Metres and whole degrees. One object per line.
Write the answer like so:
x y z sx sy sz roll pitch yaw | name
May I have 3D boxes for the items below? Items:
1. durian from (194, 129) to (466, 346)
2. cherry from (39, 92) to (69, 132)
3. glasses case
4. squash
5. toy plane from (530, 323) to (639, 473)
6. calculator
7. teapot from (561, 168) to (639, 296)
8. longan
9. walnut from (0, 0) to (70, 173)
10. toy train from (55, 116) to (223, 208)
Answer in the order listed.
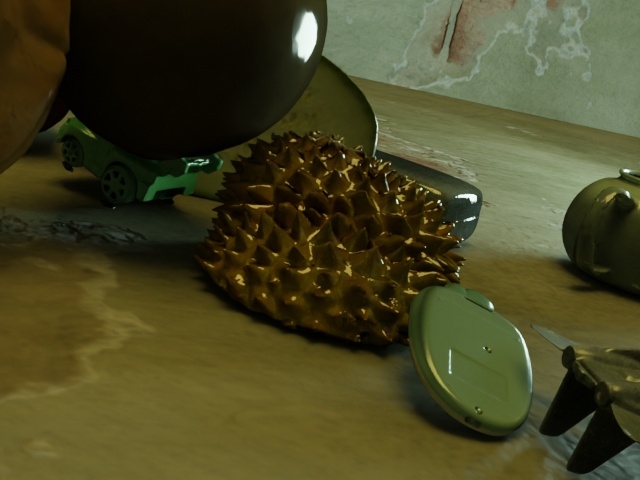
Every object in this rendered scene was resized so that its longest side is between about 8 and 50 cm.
0.007 -0.010 0.776 0.250 0.138 0.183 31 13 33 | durian
-0.366 -0.221 1.058 0.239 0.206 0.239 19 24 -9 | cherry
0.024 -0.074 1.130 0.323 0.074 0.131 21 15 26 | glasses case
-0.094 -0.132 1.015 0.261 0.189 0.189 22 17 29 | squash
0.276 0.114 0.623 0.267 0.088 0.212 10 19 -15 | toy plane
0.102 0.074 0.661 0.095 0.021 0.153 29 32 -9 | calculator
0.376 -0.011 1.109 0.294 0.129 0.193 -1 20 -46 | teapot
-0.116 -0.183 0.813 0.258 0.258 0.258 13 14 -3 | longan
-0.383 -0.176 0.660 0.384 0.383 0.383 13 14 -3 | walnut
-0.178 -0.083 0.938 0.149 0.081 0.099 38 24 20 | toy train
